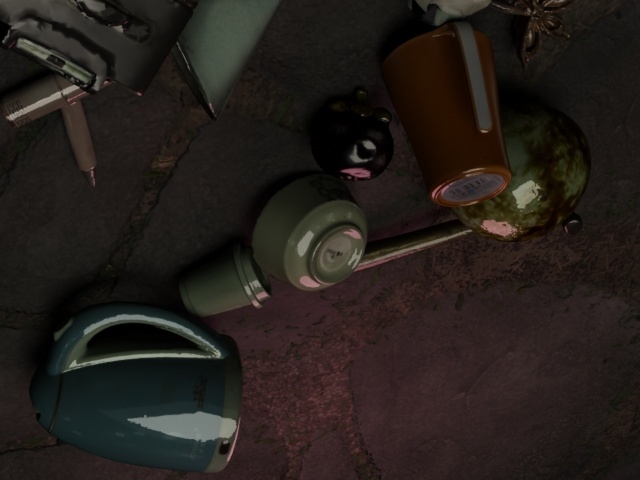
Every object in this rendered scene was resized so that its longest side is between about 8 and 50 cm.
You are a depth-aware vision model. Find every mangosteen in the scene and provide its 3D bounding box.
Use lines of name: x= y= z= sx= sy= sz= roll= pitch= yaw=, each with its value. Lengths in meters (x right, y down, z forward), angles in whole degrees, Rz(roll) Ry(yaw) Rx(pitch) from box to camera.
mangosteen: x=0.056 y=-0.171 z=1.891 sx=0.137 sy=0.137 sz=0.151 roll=13 pitch=89 yaw=-34

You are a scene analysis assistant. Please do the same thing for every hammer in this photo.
hammer: x=0.241 y=-0.019 z=2.108 sx=0.440 sy=0.168 sz=0.044 roll=-17 pitch=132 yaw=0

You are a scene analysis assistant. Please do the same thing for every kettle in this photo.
kettle: x=-0.320 y=0.238 z=2.004 sx=0.342 sy=0.247 sz=0.319 roll=8 pitch=118 yaw=-19

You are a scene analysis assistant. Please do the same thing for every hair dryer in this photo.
hair dryer: x=-0.341 y=-0.172 z=1.737 sx=0.195 sy=0.053 sz=0.220 roll=-27 pitch=137 yaw=-2

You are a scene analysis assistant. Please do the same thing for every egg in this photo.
egg: x=0.340 y=-0.121 z=1.983 sx=0.289 sy=0.238 sz=0.238 roll=-18 pitch=139 yaw=-41

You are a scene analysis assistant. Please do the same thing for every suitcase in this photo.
suitcase: x=-0.325 y=-0.330 z=1.336 sx=0.283 sy=0.434 sz=0.194 roll=26 pitch=100 yaw=-40

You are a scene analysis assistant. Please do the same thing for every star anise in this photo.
star anise: x=0.347 y=-0.385 z=1.874 sx=0.172 sy=0.063 sz=0.208 roll=-42 pitch=131 yaw=8

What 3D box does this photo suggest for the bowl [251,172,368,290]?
bowl: x=0.000 y=0.000 z=1.980 sx=0.211 sy=0.112 sz=0.211 roll=-21 pitch=128 yaw=-30

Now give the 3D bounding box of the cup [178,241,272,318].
cup: x=-0.166 y=0.078 z=2.012 sx=0.141 sy=0.120 sz=0.120 roll=-23 pitch=137 yaw=10

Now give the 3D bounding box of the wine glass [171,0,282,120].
wine glass: x=-0.037 y=-0.371 z=1.582 sx=0.406 sy=0.267 sz=0.267 roll=-30 pitch=136 yaw=-6

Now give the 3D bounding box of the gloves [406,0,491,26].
gloves: x=0.219 y=-0.417 z=1.729 sx=0.111 sy=0.127 sz=0.212 roll=-3 pitch=144 yaw=-34

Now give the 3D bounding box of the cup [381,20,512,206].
cup: x=0.210 y=-0.204 z=1.806 sx=0.182 sy=0.264 sz=0.226 roll=-7 pitch=157 yaw=-13
